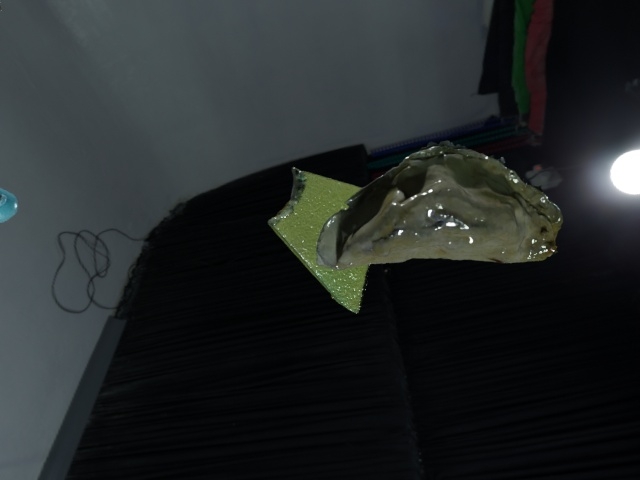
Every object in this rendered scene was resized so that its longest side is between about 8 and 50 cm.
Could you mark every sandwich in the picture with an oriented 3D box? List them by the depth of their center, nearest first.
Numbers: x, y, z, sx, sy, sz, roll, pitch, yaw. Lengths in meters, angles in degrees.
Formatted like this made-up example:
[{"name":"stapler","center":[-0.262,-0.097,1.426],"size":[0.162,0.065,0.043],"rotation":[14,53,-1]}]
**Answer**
[{"name":"sandwich","center":[0.000,0.000,0.787],"size":[0.063,0.212,0.244],"rotation":[-164,-93,-71]}]

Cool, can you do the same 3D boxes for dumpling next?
[{"name":"dumpling","center":[0.160,-0.032,0.504],"size":[0.086,0.333,0.165],"rotation":[-105,-168,-64]}]

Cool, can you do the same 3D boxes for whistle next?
[{"name":"whistle","center":[-0.749,-0.074,0.860],"size":[0.093,0.274,0.186],"rotation":[45,49,-56]}]
